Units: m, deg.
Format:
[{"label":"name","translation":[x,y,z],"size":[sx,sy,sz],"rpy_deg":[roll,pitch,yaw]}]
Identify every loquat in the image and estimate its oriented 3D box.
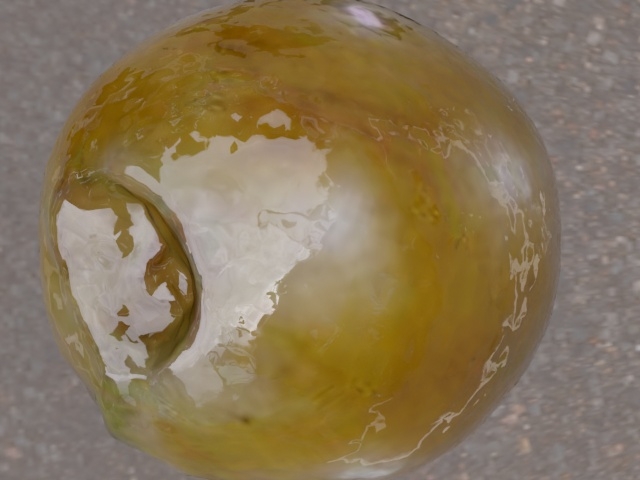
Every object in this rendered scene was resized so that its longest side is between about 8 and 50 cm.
[{"label":"loquat","translation":[0.000,0.000,0.567],"size":[0.179,0.227,0.179],"rpy_deg":[4,98,32]}]
